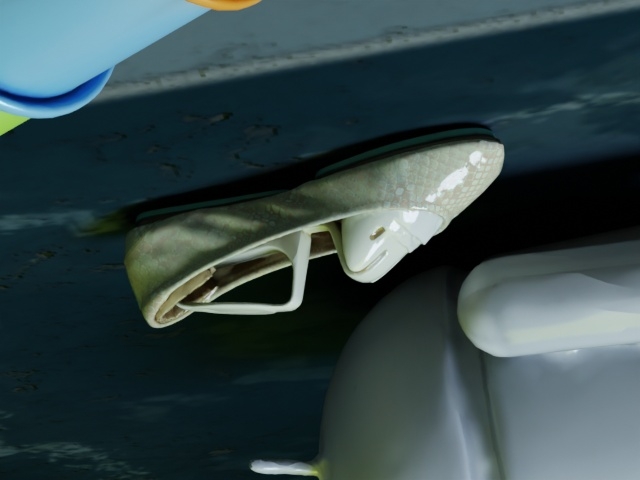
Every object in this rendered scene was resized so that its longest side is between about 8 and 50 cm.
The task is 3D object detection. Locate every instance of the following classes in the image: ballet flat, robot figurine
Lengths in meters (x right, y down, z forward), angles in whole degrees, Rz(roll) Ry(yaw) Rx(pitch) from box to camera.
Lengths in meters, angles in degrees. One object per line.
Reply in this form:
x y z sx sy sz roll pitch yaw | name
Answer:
0.000 0.000 0.816 0.168 0.052 0.057 -15 162 19 | ballet flat
0.151 0.093 0.941 0.353 0.200 0.300 -12 139 10 | robot figurine

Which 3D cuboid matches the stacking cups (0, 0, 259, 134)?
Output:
-0.059 -0.074 0.477 0.316 0.096 0.096 -22 159 36 | stacking cups
